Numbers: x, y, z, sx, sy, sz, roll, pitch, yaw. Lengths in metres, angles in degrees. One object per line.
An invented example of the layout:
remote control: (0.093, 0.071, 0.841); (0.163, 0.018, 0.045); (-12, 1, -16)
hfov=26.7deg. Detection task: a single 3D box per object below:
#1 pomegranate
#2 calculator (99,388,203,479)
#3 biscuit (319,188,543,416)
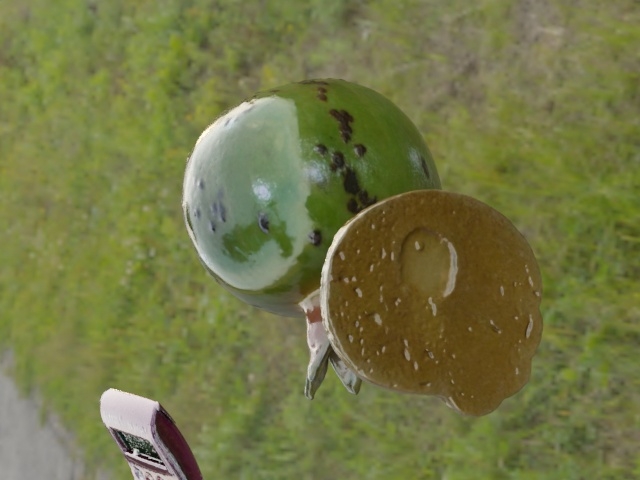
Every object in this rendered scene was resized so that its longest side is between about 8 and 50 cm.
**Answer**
pomegranate: (0.002, -0.021, 1.420); (0.323, 0.290, 0.291); (-110, 35, -45)
calculator: (-0.135, 0.222, 1.200); (0.126, 0.034, 0.191); (1, 114, 57)
biscuit: (0.093, 0.048, 1.139); (0.049, 0.208, 0.181); (172, 112, -69)
